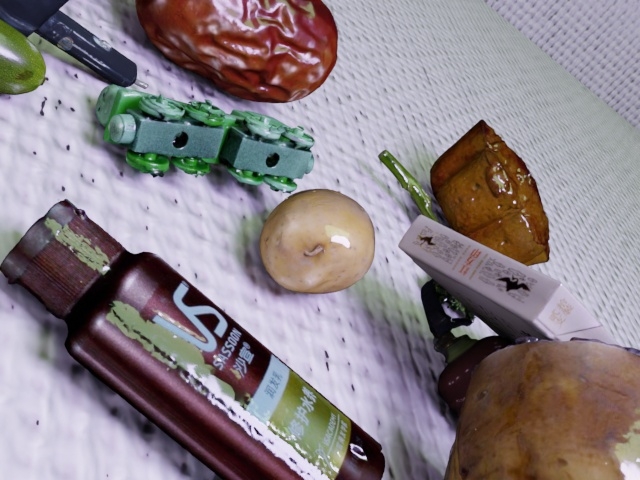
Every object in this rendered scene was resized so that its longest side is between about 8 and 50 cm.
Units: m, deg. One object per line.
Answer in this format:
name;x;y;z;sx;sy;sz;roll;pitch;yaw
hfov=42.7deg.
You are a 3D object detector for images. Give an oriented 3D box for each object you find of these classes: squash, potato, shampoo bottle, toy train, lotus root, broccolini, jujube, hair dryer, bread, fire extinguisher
squash;-0.347;-0.192;0.680;0.252;0.066;0.066;26;34;-31
potato;0.000;0.000;0.859;0.178;0.118;0.109;-55;135;-74
shampoo bottle;-0.094;0.099;0.630;0.323;0.084;0.129;42;26;-7
toy train;-0.118;-0.111;0.865;0.251;0.085;0.119;8;21;-42
lotus root;0.210;0.238;0.704;0.272;0.272;0.192;46;40;-1
broccolini;0.138;-0.008;1.102;0.271;0.062;0.123;60;16;13
jujube;-0.098;-0.262;0.998;0.250;0.174;0.174;15;41;-33
hair dryer;-0.241;-0.208;0.812;0.219;0.124;0.071;35;28;-54
bread;0.256;-0.054;1.203;0.232;0.135;0.247;57;14;-6
fire extinguisher;0.214;0.188;0.886;0.344;0.102;0.138;52;-13;8

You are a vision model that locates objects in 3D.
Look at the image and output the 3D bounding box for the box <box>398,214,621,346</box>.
box;0.256;0.109;0.904;0.365;0.051;0.204;38;-3;-39
